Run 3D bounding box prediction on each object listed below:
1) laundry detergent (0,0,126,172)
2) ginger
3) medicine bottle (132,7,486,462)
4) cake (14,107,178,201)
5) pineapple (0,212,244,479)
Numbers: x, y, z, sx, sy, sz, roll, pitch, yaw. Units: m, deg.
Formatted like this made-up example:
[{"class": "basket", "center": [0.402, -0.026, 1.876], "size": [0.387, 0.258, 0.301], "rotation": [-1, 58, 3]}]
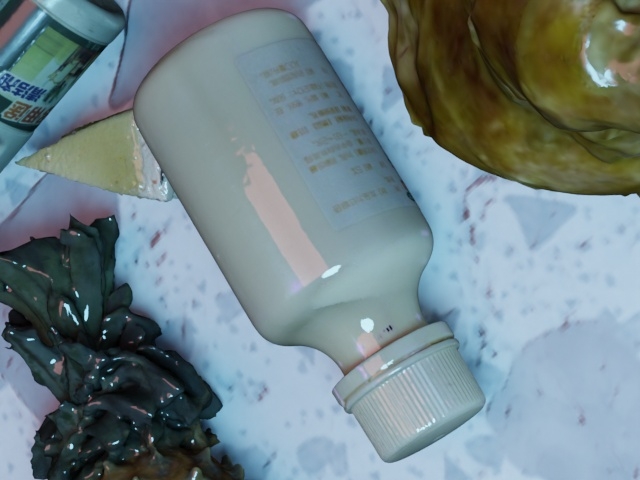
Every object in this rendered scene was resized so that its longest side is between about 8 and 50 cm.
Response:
[{"class": "laundry detergent", "center": [-0.217, -0.072, 1.095], "size": [0.070, 0.099, 0.226], "rotation": [43, 100, 3]}, {"class": "ginger", "center": [0.203, -0.065, 0.789], "size": [0.357, 0.274, 0.152], "rotation": [19, 87, -7]}, {"class": "medicine bottle", "center": [0.000, 0.000, 0.991], "size": [0.114, 0.114, 0.252], "rotation": [-38, 74, 25]}, {"class": "cake", "center": [-0.131, -0.046, 1.098], "size": [0.121, 0.052, 0.065], "rotation": [-14, 90, 30]}, {"class": "pineapple", "center": [-0.121, 0.135, 1.063], "size": [0.170, 0.141, 0.310], "rotation": [-50, 60, 48]}]
